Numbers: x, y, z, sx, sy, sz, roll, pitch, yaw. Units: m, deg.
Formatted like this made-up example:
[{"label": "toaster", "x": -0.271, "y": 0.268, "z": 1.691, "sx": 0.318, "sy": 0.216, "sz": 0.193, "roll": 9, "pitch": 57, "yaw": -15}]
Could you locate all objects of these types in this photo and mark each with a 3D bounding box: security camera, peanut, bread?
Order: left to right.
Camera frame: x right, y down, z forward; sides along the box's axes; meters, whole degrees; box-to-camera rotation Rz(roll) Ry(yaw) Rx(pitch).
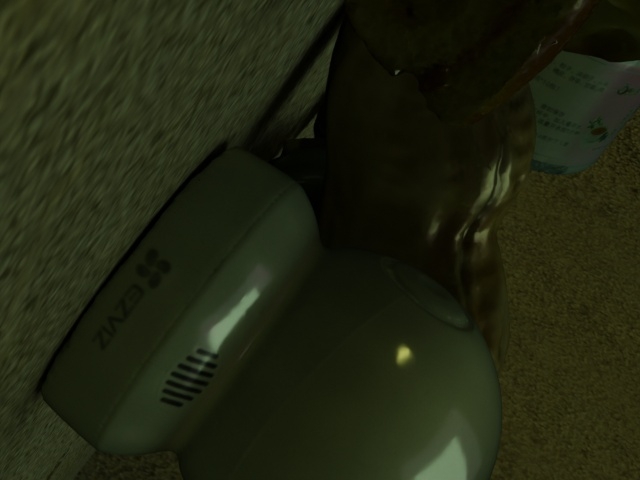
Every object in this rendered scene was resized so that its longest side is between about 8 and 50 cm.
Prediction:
[{"label": "security camera", "x": -0.011, "y": 0.083, "z": 0.787, "sx": 0.194, "sy": 0.236, "sz": 0.194, "roll": -55, "pitch": 178, "yaw": -2}, {"label": "peanut", "x": 0.064, "y": -0.025, "z": 0.910, "sx": 0.147, "sy": 0.147, "sz": 0.305, "roll": -56, "pitch": 154, "yaw": -79}, {"label": "bread", "x": 0.080, "y": -0.142, "z": 0.589, "sx": 0.132, "sy": 0.103, "sz": 0.172, "roll": -58, "pitch": 179, "yaw": 38}]

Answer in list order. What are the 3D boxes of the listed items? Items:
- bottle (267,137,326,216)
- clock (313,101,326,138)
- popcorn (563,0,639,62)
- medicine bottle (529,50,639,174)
[{"label": "bottle", "x": 0.000, "y": 0.002, "z": 1.162, "sx": 0.168, "sy": 0.168, "sz": 0.347, "roll": -53, "pitch": -176, "yaw": 10}, {"label": "clock", "x": 0.103, "y": -0.112, "z": 1.390, "sx": 0.226, "sy": 0.226, "sz": 0.049, "roll": -54, "pitch": 142, "yaw": -55}, {"label": "popcorn", "x": 0.241, "y": -0.204, "z": 0.740, "sx": 0.312, "sy": 0.312, "sz": 0.312, "roll": -53, "pitch": -179, "yaw": 1}, {"label": "medicine bottle", "x": 0.227, "y": -0.241, "z": 1.250, "sx": 0.290, "sy": 0.245, "sz": 0.245, "roll": -57, "pitch": 178, "yaw": 36}]
